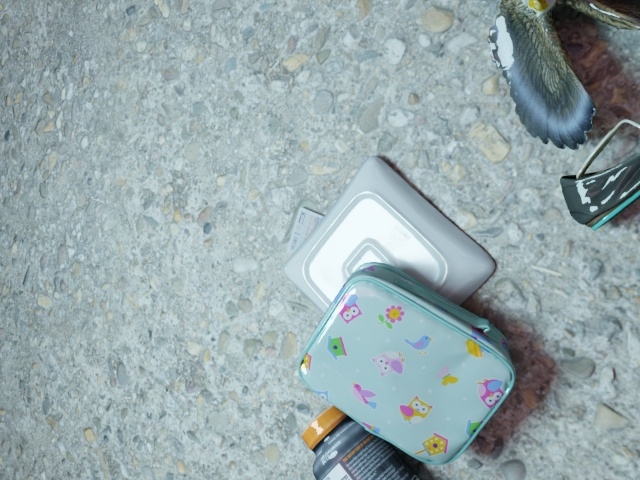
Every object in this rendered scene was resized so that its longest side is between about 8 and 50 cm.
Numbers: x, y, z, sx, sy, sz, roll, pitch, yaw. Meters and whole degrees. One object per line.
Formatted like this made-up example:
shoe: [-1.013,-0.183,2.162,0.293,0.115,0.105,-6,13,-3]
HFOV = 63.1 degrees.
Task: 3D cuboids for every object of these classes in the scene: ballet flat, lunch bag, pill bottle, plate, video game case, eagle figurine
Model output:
ballet flat: [0.407,-0.121,0.610,0.280,0.095,0.096,-41,73,33]
lunch bag: [0.129,0.173,0.762,0.279,0.108,0.224,31,105,5]
pill bottle: [0.077,0.379,0.824,0.245,0.130,0.130,47,114,23]
plate: [0.089,0.046,0.854,0.277,0.045,0.278,46,112,21]
video game case: [0.000,0.000,0.939,0.122,0.011,0.087,25,103,30]
eagle figurine: [0.302,-0.293,0.664,0.298,0.225,0.226,43,159,-6]
